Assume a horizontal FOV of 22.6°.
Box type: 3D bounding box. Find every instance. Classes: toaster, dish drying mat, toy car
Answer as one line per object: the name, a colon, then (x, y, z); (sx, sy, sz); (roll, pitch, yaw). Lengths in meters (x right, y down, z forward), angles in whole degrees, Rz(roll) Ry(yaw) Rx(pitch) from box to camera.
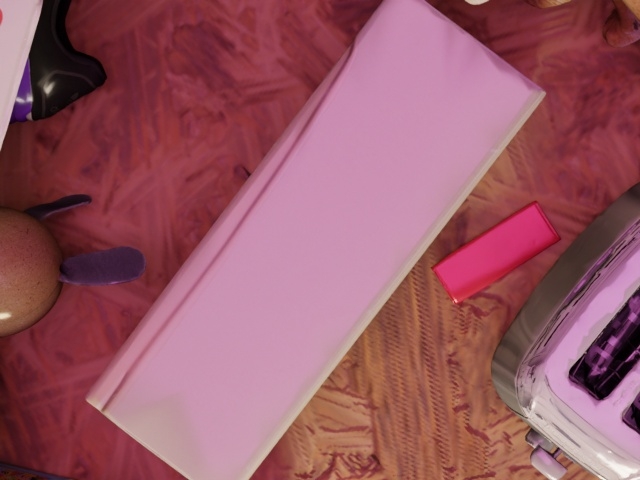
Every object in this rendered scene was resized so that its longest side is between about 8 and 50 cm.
toaster: (0.208, 0.052, 0.994); (0.129, 0.146, 0.227); (40, 95, -1)
dish drying mat: (0.117, 0.008, 1.066); (0.083, 0.008, 0.032); (-33, 92, 4)
toy car: (-0.212, 0.037, 1.028); (0.188, 0.149, 0.155); (-31, 49, -19)

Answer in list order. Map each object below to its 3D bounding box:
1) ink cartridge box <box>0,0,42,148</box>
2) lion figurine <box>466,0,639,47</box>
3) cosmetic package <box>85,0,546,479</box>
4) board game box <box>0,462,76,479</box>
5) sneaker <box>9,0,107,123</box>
ink cartridge box: (-0.297, -0.111, 0.923); (0.237, 0.100, 0.172); (14, 109, -17)
lion figurine: (0.229, -0.232, 0.921); (0.392, 0.142, 0.240); (-30, 125, 8)
cosmetic package: (0.000, 0.000, 0.998); (0.113, 0.160, 0.309); (37, 94, 1)
board game box: (-0.169, 0.241, 1.032); (0.275, 0.144, 0.142); (12, 96, 3)
sneaker: (-0.202, -0.220, 1.032); (0.146, 0.102, 0.293); (-10, 98, 0)
